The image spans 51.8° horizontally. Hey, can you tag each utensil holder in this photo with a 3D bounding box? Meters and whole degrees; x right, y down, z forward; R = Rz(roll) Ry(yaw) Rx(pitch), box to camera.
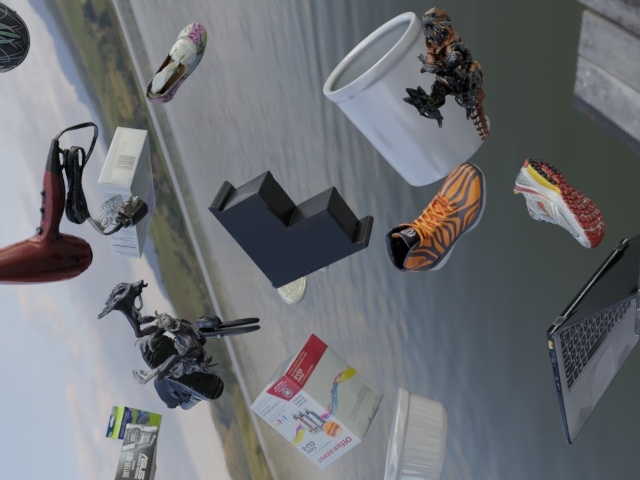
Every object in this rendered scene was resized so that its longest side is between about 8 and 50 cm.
[{"bbox_3d":[0.254,-0.394,1.893,0.385,0.327,0.327,45,180,-21],"label":"utensil holder"}]

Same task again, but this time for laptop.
[{"bbox_3d":[0.620,0.138,1.235,0.237,0.382,0.407,6,121,45],"label":"laptop"}]

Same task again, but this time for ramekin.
[{"bbox_3d":[0.236,0.512,1.638,0.273,0.127,0.272,10,-90,-84],"label":"ramekin"}]

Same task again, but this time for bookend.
[{"bbox_3d":[-0.038,-0.036,0.895,0.157,0.156,0.072,51,-150,-22],"label":"bookend"}]

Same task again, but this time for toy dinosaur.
[{"bbox_3d":[0.327,-0.383,1.553,0.322,0.218,0.164,42,138,-6],"label":"toy dinosaur"}]

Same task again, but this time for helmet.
[{"bbox_3d":[-0.670,-0.403,1.296,0.162,0.169,0.169,11,125,40],"label":"helmet"}]

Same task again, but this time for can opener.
[{"bbox_3d":[-0.265,0.251,1.896,0.073,0.186,0.059,89,179,-61],"label":"can opener"}]

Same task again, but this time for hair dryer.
[{"bbox_3d":[-0.430,-0.033,1.043,0.080,0.293,0.223,21,150,37],"label":"hair dryer"}]

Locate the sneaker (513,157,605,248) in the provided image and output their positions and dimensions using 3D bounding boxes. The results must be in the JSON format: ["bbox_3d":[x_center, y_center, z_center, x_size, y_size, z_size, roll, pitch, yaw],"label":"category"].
[{"bbox_3d":[0.476,-0.065,1.321,0.225,0.088,0.092,59,140,35],"label":"sneaker"}]

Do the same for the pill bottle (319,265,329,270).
[{"bbox_3d":[0.000,0.000,1.984,0.094,0.094,0.169,146,141,-80],"label":"pill bottle"}]

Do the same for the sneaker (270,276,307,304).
[{"bbox_3d":[-0.058,0.072,1.191,0.084,0.058,0.152,87,165,-47],"label":"sneaker"}]

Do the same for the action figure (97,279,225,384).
[{"bbox_3d":[-0.327,0.206,1.346,0.275,0.141,0.164,48,-179,-22],"label":"action figure"}]

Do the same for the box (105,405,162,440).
[{"bbox_3d":[-0.622,0.620,2.208,0.178,0.043,0.108,29,-121,-42],"label":"box"}]

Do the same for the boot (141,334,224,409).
[{"bbox_3d":[-0.389,0.348,1.698,0.246,0.094,0.207,39,142,-18],"label":"boot"}]

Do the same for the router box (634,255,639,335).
[{"bbox_3d":[0.455,0.068,0.836,0.038,0.092,0.122,90,-171,-81],"label":"router box"}]

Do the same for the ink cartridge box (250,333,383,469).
[{"bbox_3d":[-0.004,0.287,1.174,0.176,0.127,0.128,40,126,-1],"label":"ink cartridge box"}]

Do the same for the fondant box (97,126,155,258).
[{"bbox_3d":[-0.575,-0.139,1.985,0.330,0.096,0.238,103,173,-50],"label":"fondant box"}]

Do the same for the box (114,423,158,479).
[{"bbox_3d":[-0.434,0.609,1.495,0.242,0.077,0.307,107,168,-45],"label":"box"}]

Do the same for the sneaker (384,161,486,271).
[{"bbox_3d":[0.272,-0.040,1.596,0.124,0.180,0.321,45,128,36],"label":"sneaker"}]

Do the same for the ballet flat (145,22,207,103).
[{"bbox_3d":[-0.343,-0.412,1.556,0.077,0.221,0.079,40,-158,-2],"label":"ballet flat"}]
